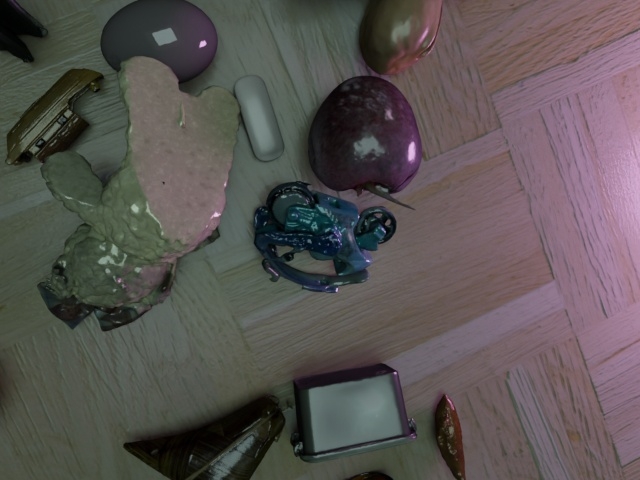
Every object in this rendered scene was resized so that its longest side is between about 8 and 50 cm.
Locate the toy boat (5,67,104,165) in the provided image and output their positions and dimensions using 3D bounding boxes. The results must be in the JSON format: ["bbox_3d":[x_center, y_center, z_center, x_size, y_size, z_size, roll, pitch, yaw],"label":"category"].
[{"bbox_3d":[-0.466,-0.214,0.982,0.088,0.068,0.226,44,84,-16],"label":"toy boat"}]

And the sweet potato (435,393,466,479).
[{"bbox_3d":[0.276,0.428,1.181,0.068,0.060,0.206,-18,93,-37],"label":"sweet potato"}]

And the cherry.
[{"bbox_3d":[0.084,-0.182,1.029,0.213,0.183,0.266,3,75,-22],"label":"cherry"}]

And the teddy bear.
[{"bbox_3d":[-0.330,-0.059,0.974,0.327,0.362,0.376,15,63,-38],"label":"teddy bear"}]

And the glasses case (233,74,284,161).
[{"bbox_3d":[-0.117,-0.232,1.055,0.063,0.041,0.164,-19,99,-7],"label":"glasses case"}]

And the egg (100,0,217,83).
[{"bbox_3d":[-0.279,-0.344,0.961,0.198,0.146,0.147,-4,96,-5],"label":"egg"}]

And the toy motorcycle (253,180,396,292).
[{"bbox_3d":[0.000,0.000,1.057,0.260,0.154,0.206,16,116,-16],"label":"toy motorcycle"}]

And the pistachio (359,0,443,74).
[{"bbox_3d":[0.157,-0.418,1.050,0.152,0.126,0.223,27,88,22],"label":"pistachio"}]

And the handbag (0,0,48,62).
[{"bbox_3d":[-0.585,-0.386,0.845,0.247,0.260,0.079,25,88,-8],"label":"handbag"}]

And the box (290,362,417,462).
[{"bbox_3d":[0.055,0.330,1.089,0.243,0.163,0.135,-9,88,-9],"label":"box"}]

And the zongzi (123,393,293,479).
[{"bbox_3d":[-0.212,0.365,1.067,0.241,0.111,0.248,36,83,-5],"label":"zongzi"}]

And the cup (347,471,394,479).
[{"bbox_3d":[0.098,0.573,1.152,0.113,0.150,0.138,-18,102,-43],"label":"cup"}]
